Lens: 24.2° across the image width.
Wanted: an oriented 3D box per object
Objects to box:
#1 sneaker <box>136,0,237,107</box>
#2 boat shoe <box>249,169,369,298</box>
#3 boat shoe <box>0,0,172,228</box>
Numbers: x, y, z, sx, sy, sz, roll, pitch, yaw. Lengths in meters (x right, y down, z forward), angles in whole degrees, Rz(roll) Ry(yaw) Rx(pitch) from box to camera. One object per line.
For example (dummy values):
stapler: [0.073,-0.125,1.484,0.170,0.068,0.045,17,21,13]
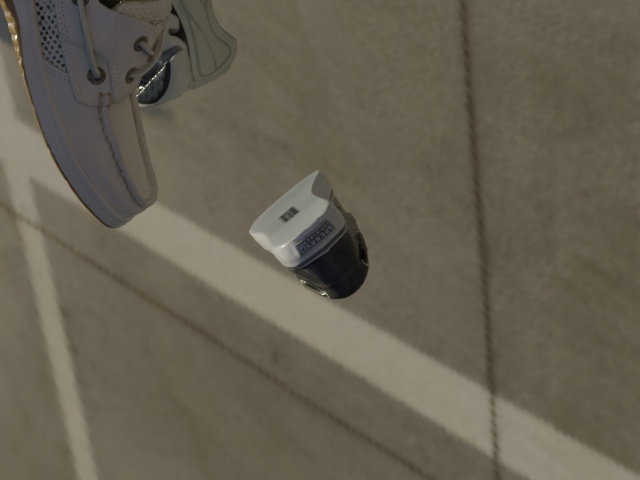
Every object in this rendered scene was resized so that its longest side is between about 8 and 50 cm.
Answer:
sneaker: [-0.175,-0.266,1.391,0.110,0.118,0.292,-27,86,48]
boat shoe: [0.000,0.000,1.209,0.076,0.080,0.228,50,178,-11]
boat shoe: [-0.139,-0.135,0.941,0.098,0.096,0.277,-92,-12,-60]
